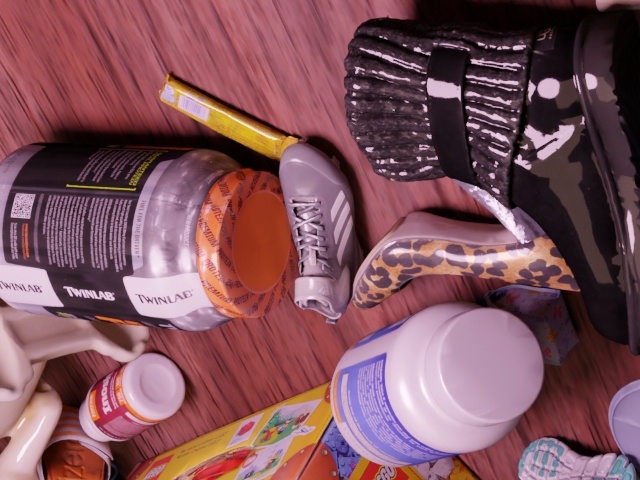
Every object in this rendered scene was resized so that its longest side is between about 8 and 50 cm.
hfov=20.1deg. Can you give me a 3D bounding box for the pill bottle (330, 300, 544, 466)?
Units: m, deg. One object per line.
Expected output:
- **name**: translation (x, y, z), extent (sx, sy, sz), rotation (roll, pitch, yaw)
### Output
- **pill bottle**: translation (0.121, 0.145, 1.834), extent (0.152, 0.152, 0.272), rotation (40, 160, -7)

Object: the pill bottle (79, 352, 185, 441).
- **pill bottle**: translation (-0.240, 0.201, 2.258), extent (0.086, 0.086, 0.152), rotation (43, 141, -11)

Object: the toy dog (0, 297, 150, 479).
- **toy dog**: translation (-0.479, 0.151, 2.167), extent (0.395, 0.284, 0.408), rotation (48, 124, 8)

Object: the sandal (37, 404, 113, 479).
- **sandal**: translation (-0.308, 0.289, 2.298), extent (0.102, 0.265, 0.076), rotation (4, 128, -15)

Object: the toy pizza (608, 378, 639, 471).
- **toy pizza**: translation (0.392, 0.203, 1.850), extent (0.201, 0.032, 0.201), rotation (22, 144, 17)

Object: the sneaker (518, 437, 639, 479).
- **sneaker**: translation (0.287, 0.262, 1.960), extent (0.076, 0.065, 0.166), rotation (37, 164, -37)

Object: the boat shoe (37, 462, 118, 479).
- **boat shoe**: translation (-0.302, 0.345, 2.453), extent (0.089, 0.109, 0.258), rotation (18, 157, 46)

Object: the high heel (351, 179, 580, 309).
- **high heel**: translation (0.147, 0.041, 1.802), extent (0.186, 0.093, 0.261), rotation (42, 133, 1)

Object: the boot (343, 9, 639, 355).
- **boot**: translation (0.177, -0.051, 1.637), extent (0.260, 0.131, 0.348), rotation (-3, 117, 25)

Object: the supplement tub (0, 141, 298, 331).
- **supplement tub**: translation (-0.193, -0.005, 1.922), extent (0.316, 0.193, 0.194), rotation (4, 133, 33)

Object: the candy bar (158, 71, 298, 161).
- **candy bar**: translation (-0.097, -0.125, 1.867), extent (0.161, 0.018, 0.040), rotation (28, 138, 9)

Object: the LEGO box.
- **LEGO box**: translation (-0.014, 0.403, 2.222), extent (0.372, 0.193, 0.500), rotation (46, 140, -15)

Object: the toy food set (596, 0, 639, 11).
- **toy food set**: translation (0.247, -0.253, 1.443), extent (0.128, 0.071, 0.218), rotation (7, 135, 30)

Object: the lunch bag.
- **lunch bag**: translation (0.211, 0.086, 1.844), extent (0.083, 0.053, 0.071), rotation (10, 135, 41)

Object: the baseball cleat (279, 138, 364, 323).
- **baseball cleat**: translation (0.000, 0.000, 1.856), extent (0.072, 0.109, 0.206), rotation (-2, 133, 25)
